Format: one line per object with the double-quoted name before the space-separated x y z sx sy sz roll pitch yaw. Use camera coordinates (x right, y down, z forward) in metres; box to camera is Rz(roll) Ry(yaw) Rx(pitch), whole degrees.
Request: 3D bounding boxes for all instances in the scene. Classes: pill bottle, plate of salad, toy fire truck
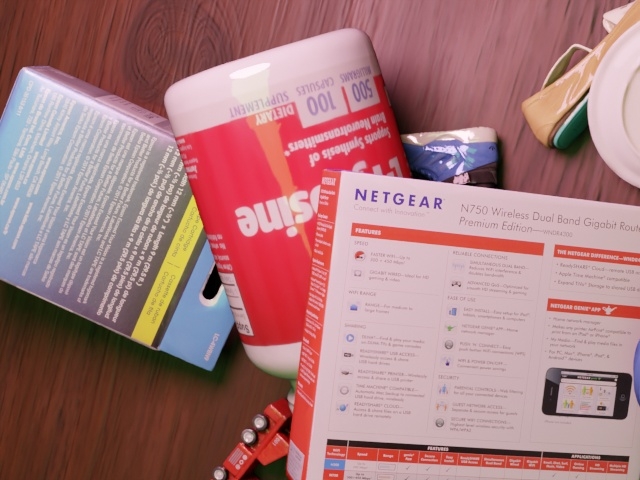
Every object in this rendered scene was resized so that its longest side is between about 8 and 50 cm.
"pill bottle" 0.000 0.000 1.113 0.229 0.229 0.408 -15 99 21
"plate of salad" 0.372 -0.143 1.065 0.199 0.048 0.200 1 111 3
"toy fire truck" -0.032 0.264 1.243 0.135 0.047 0.192 41 105 15

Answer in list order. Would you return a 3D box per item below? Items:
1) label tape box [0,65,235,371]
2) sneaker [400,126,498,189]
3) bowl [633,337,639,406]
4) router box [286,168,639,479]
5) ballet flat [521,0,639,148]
"label tape box" -0.236 -0.029 1.274 0.347 0.115 0.249 24 100 -4
"sneaker" 0.125 -0.075 1.173 0.152 0.058 0.085 -5 80 15
"bowl" 0.455 0.122 0.835 0.391 0.391 0.077 -10 50 21
"router box" 0.153 0.099 0.996 0.335 0.082 0.301 7 93 -13
"ballet flat" 0.302 -0.199 1.096 0.232 0.080 0.073 -45 58 14
